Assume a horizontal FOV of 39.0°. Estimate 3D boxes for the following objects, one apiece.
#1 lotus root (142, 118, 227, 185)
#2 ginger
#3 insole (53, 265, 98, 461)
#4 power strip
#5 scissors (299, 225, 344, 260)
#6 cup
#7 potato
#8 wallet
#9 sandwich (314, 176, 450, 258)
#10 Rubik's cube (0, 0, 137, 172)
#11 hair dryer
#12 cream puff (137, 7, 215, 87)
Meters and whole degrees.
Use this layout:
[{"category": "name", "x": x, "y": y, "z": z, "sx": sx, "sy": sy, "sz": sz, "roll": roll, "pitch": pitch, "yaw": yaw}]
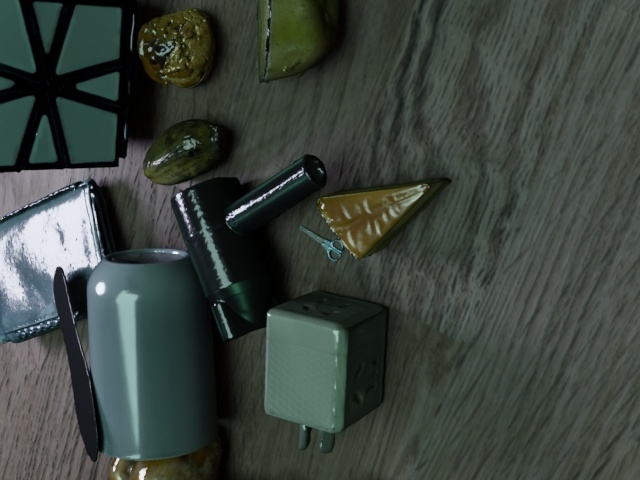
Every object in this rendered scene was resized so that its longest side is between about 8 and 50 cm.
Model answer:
[{"category": "lotus root", "x": -0.218, "y": -0.142, "z": 1.446, "sx": 0.179, "sy": 0.080, "sz": 0.089, "roll": -20, "pitch": 130, "yaw": 37}, {"category": "ginger", "x": -0.199, "y": 0.454, "z": 1.511, "sx": 0.375, "sy": 0.176, "sz": 0.256, "roll": 33, "pitch": 97, "yaw": 23}, {"category": "insole", "x": -0.404, "y": 0.198, "z": 1.496, "sx": 0.119, "sy": 0.009, "sz": 0.348, "roll": -56, "pitch": 47, "yaw": 48}, {"category": "power strip", "x": 0.007, "y": 0.205, "z": 1.348, "sx": 0.139, "sy": 0.140, "sz": 0.224, "roll": 10, "pitch": 106, "yaw": 28}, {"category": "scissors", "x": 0.000, "y": 0.000, "z": 1.388, "sx": 0.083, "sy": 0.006, "sz": 0.036, "roll": 32, "pitch": 116, "yaw": 22}, {"category": "cup", "x": -0.272, "y": 0.177, "z": 1.471, "sx": 0.206, "sy": 0.205, "sz": 0.312, "roll": 6, "pitch": 102, "yaw": 30}, {"category": "potato", "x": -0.030, "y": -0.323, "z": 1.277, "sx": 0.117, "sy": 0.182, "sz": 0.202, "roll": 1, "pitch": 81, "yaw": -6}, {"category": "wallet", "x": -0.494, "y": 0.043, "z": 1.656, "sx": 0.342, "sy": 0.075, "sz": 0.237, "roll": -20, "pitch": 83, "yaw": 34}, {"category": "sandwich", "x": 0.084, "y": -0.068, "z": 1.281, "sx": 0.113, "sy": 0.079, "sz": 0.163, "roll": 51, "pitch": 121, "yaw": 12}, {"category": "Rubik's cube", "x": -0.485, "y": -0.273, "z": 1.425, "sx": 0.283, "sy": 0.294, "sz": 0.288, "roll": 22, "pitch": 110, "yaw": 43}, {"category": "hair dryer", "x": -0.080, "y": -0.003, "z": 1.336, "sx": 0.302, "sy": 0.116, "sz": 0.244, "roll": -31, "pitch": 78, "yaw": 44}, {"category": "cream puff", "x": -0.223, "y": -0.301, "z": 1.409, "sx": 0.133, "sy": 0.104, "sz": 0.119, "roll": -39, "pitch": 72, "yaw": 30}]
